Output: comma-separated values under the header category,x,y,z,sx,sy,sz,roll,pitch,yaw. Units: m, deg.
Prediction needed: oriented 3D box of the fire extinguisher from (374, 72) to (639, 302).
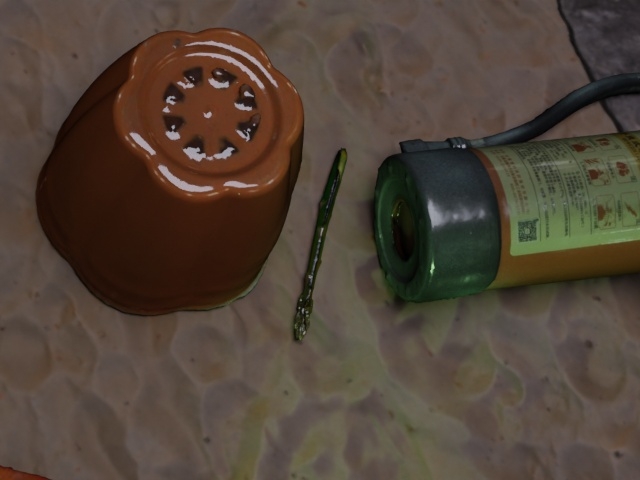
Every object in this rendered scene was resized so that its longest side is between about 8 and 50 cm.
category,x,y,z,sx,sy,sz,roll,pitch,yaw
fire extinguisher,0.226,-0.057,1.265,0.376,0.113,0.200,-5,72,-19

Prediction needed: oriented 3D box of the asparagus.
category,x,y,z,sx,sy,sz,roll,pitch,yaw
asparagus,0.000,0.000,1.227,0.016,0.013,0.166,15,66,-1

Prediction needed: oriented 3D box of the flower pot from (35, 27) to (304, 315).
category,x,y,z,sx,sy,sz,roll,pitch,yaw
flower pot,-0.098,-0.057,1.129,0.190,0.173,0.191,5,70,-14

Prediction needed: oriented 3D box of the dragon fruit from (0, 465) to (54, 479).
category,x,y,z,sx,sy,sz,roll,pitch,yaw
dragon fruit,-0.120,0.265,0.947,0.290,0.290,0.189,22,66,-9
